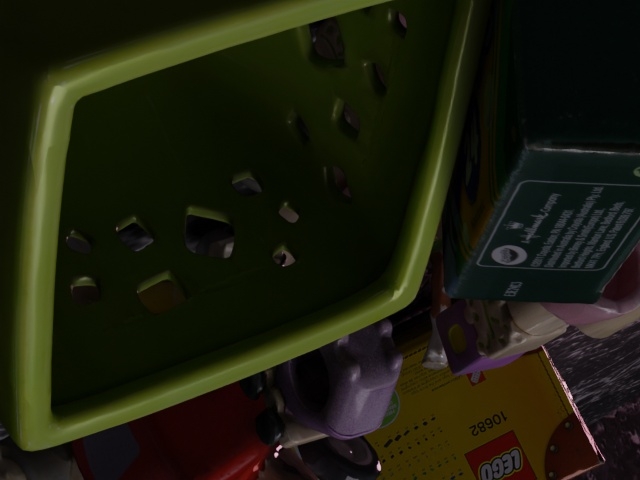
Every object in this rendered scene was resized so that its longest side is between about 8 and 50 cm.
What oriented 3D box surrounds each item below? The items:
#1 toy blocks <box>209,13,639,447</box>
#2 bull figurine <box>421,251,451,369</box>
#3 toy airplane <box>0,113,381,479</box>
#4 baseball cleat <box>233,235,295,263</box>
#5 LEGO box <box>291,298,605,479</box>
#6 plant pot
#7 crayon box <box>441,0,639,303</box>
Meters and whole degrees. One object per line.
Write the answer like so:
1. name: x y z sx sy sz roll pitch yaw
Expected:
1. toy blocks: 0.103 -0.069 1.154 0.309 0.289 0.260 -14 167 -32
2. bull figurine: 0.144 0.004 1.719 0.101 0.188 0.310 4 156 4
3. toy airplane: -0.098 0.065 1.409 0.386 0.272 0.384 -60 -170 -24
4. baseball cleat: 0.000 0.000 1.616 0.206 0.072 0.109 -37 155 22
5. LEGO box: 0.007 0.239 2.020 0.500 0.193 0.372 -26 180 0
6. plant pot: -0.081 -0.077 0.889 0.227 0.207 0.228 -19 142 -29
7. crayon box: 0.108 -0.153 0.932 0.083 0.323 0.203 2 160 -5
